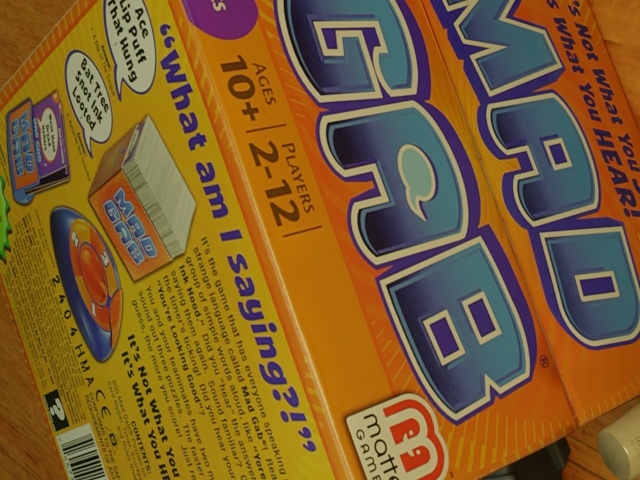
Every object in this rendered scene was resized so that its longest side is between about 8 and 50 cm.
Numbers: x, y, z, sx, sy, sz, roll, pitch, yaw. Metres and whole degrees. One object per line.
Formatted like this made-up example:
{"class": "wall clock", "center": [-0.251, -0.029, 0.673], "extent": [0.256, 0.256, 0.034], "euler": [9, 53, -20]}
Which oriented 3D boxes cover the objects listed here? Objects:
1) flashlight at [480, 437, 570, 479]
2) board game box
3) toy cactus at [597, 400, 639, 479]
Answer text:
{"class": "flashlight", "center": [0.064, 0.231, 0.956], "extent": [0.304, 0.103, 0.103], "euler": [-26, 43, 41]}
{"class": "board game box", "center": [0.000, 0.000, 0.815], "extent": [0.356, 0.356, 0.357], "euler": [-27, 81, 51]}
{"class": "toy cactus", "center": [0.261, 0.102, 0.675], "extent": [0.219, 0.180, 0.112], "euler": [70, 162, -5]}
